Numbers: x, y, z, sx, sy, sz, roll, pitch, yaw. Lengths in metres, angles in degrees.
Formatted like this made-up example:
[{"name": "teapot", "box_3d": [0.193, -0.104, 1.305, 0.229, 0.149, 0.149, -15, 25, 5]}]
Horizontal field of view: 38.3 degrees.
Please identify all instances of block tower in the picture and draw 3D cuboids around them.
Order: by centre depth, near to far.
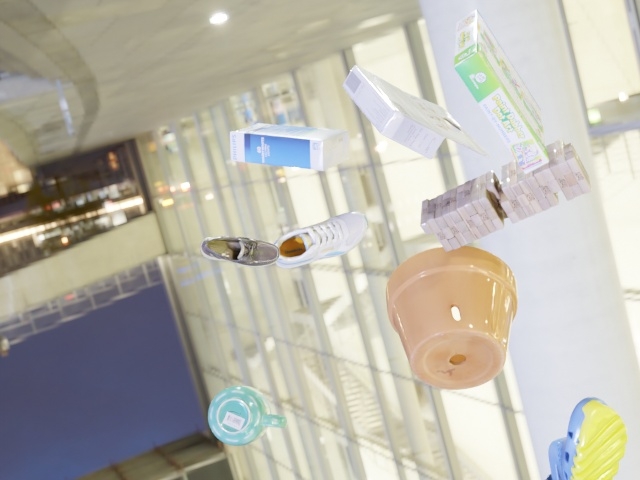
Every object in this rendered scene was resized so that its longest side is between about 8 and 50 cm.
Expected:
[{"name": "block tower", "box_3d": [0.371, -0.088, 1.871, 0.335, 0.097, 0.091, -23, -150, 24]}]

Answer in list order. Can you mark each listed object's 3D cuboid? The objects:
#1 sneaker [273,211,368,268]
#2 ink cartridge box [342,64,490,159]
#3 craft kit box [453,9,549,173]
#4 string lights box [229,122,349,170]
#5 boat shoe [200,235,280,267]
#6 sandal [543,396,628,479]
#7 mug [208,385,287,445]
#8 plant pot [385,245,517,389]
[{"name": "sneaker", "box_3d": [0.000, 0.000, 2.044, 0.228, 0.087, 0.092, -24, 170, 1]}, {"name": "ink cartridge box", "box_3d": [0.207, -0.266, 2.042, 0.261, 0.066, 0.296, 22, -159, -26]}, {"name": "craft kit box", "box_3d": [0.337, -0.282, 1.720, 0.061, 0.250, 0.247, -30, -159, 21]}, {"name": "string lights box", "box_3d": [-0.075, -0.229, 2.219, 0.259, 0.077, 0.133, 8, -160, 29]}, {"name": "boat shoe", "box_3d": [-0.149, 0.021, 1.727, 0.152, 0.056, 0.049, 3, 177, -12]}, {"name": "sandal", "box_3d": [0.455, 0.397, 1.634, 0.126, 0.317, 0.138, -22, -143, -23]}, {"name": "mug", "box_3d": [-0.166, 0.374, 1.997, 0.157, 0.129, 0.097, -25, 168, 3]}, {"name": "plant pot", "box_3d": [0.288, 0.182, 1.979, 0.290, 0.291, 0.203, -13, -139, 13]}]
